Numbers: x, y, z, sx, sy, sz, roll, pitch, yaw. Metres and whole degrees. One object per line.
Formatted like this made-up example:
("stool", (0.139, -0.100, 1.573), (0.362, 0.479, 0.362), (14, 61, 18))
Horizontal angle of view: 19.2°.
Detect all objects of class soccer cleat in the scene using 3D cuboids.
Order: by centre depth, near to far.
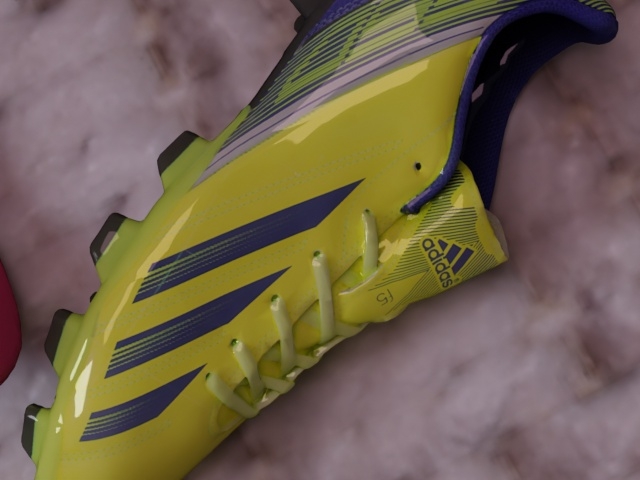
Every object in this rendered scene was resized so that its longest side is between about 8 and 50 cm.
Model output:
("soccer cleat", (0.000, -0.001, 0.697), (0.121, 0.093, 0.289), (34, 87, 10))

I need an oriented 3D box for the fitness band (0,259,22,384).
("fitness band", (-0.207, -0.059, 0.689), (0.054, 0.209, 0.291), (-34, 73, 8))
